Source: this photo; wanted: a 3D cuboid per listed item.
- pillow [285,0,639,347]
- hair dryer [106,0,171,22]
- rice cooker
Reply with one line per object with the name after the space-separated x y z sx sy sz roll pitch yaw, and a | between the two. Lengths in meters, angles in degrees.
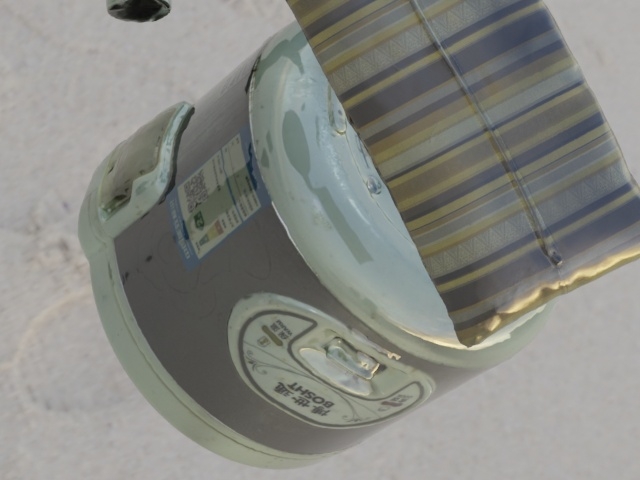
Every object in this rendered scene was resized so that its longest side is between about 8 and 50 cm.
0.070 -0.061 0.744 0.203 0.113 0.038 61 5 -4 | pillow
-0.081 -0.258 1.040 0.092 0.267 0.229 11 87 -37 | hair dryer
-0.002 0.002 1.118 0.288 0.277 0.288 25 49 -32 | rice cooker
